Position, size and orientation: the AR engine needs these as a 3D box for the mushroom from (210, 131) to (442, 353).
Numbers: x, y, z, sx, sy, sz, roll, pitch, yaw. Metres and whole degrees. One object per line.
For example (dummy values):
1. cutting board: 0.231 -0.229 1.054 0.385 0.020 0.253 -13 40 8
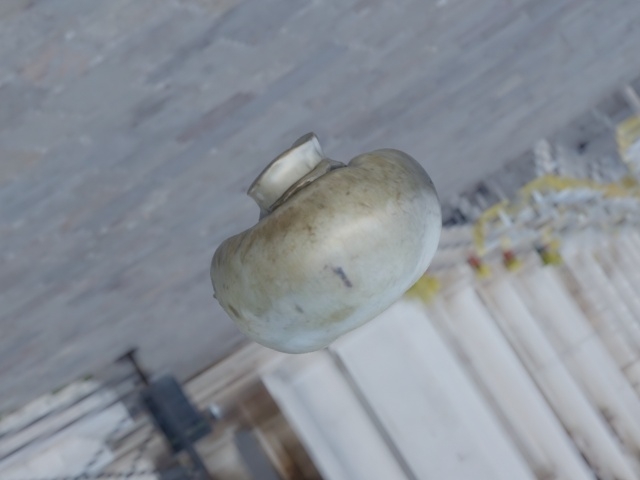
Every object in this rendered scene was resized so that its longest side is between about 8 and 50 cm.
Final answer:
1. mushroom: 0.000 0.000 1.054 0.166 0.127 0.166 -39 175 -4
